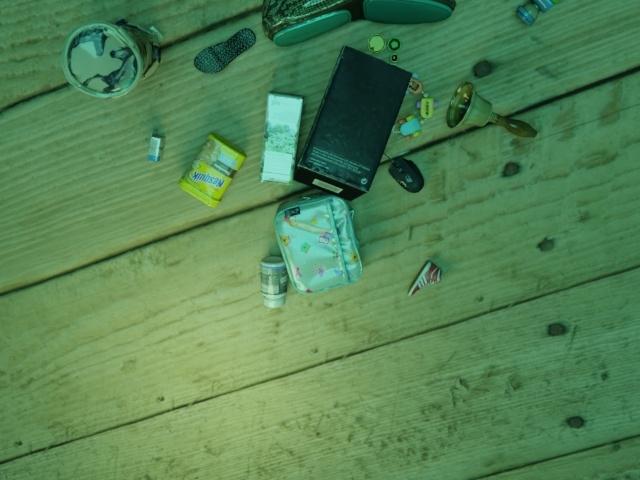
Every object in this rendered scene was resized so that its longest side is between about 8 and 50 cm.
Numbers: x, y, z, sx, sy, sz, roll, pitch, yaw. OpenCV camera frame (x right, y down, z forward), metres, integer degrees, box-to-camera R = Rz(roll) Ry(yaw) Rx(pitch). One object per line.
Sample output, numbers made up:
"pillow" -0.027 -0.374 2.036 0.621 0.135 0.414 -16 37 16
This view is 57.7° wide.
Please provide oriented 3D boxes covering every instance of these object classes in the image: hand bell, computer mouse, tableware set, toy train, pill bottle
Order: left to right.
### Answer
"pill bottle" -0.136 0.121 1.696 0.078 0.078 0.137 1 107 2
"tableware set" 0.134 -0.491 1.530 0.154 0.024 0.104 4 107 1
"computer mouse" 0.196 -0.223 1.600 0.242 0.041 0.071 42 104 -9
"toy train" 0.241 -0.356 1.558 0.125 0.046 0.166 26 103 -4
"hand bell" 0.472 -0.320 1.541 0.242 0.126 0.126 16 107 -15
"toy train" 0.495 -0.665 1.433 0.248 0.105 0.143 41 117 -10

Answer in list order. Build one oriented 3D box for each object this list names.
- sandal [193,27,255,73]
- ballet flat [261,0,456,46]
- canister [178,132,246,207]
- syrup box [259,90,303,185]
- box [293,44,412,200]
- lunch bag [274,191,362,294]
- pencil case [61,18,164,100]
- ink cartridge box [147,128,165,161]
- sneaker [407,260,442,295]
"sandal" -0.252 -0.499 1.539 0.179 0.040 0.067 -32 109 -4
"ballet flat" 0.085 -0.614 1.440 0.482 0.164 0.182 -8 86 6
"canister" -0.298 -0.196 1.610 0.126 0.073 0.170 32 104 -8
"syrup box" -0.105 -0.276 1.566 0.093 0.096 0.237 7 106 -2
"box" 0.068 -0.268 1.420 0.182 0.296 0.294 20 89 -5
"lunch bag" 0.000 0.000 1.639 0.224 0.108 0.279 -14 106 6
"pencil case" -0.477 -0.437 1.369 0.160 0.410 0.183 38 100 -20
"ink cartridge box" -0.452 -0.264 1.606 0.028 0.048 0.083 13 107 -2
"sneaker" 0.309 0.124 1.699 0.067 0.042 0.118 31 103 -4
